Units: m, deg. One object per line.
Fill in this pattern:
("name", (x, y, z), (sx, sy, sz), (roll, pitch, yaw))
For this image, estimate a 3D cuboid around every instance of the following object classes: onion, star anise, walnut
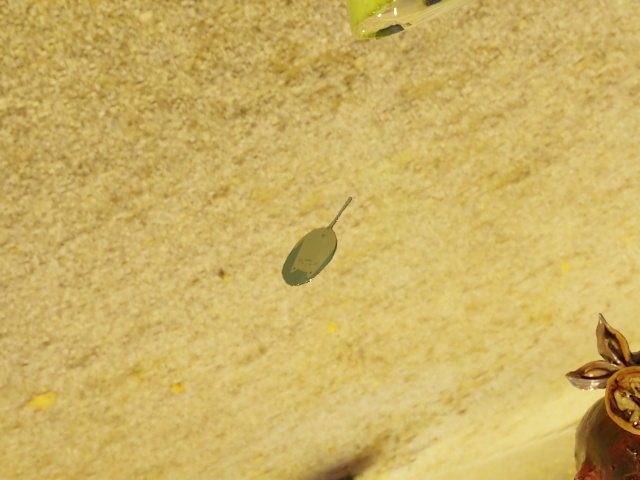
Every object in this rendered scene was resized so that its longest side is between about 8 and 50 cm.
("onion", (0.576, 0.432, 1.711), (0.232, 0.314, 0.314), (-4, 148, -10))
("star anise", (0.515, 0.231, 1.507), (0.219, 0.148, 0.227), (-11, 145, 11))
("walnut", (0.474, 0.238, 1.336), (0.052, 0.121, 0.091), (24, 103, -30))

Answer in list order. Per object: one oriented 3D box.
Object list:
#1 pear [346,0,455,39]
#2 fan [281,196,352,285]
("pear", (0.176, -0.377, 1.037), (0.399, 0.165, 0.399), (-23, -174, 3))
("fan", (0.000, 0.000, 1.451), (0.005, 0.113, 0.175), (42, 77, -32))
